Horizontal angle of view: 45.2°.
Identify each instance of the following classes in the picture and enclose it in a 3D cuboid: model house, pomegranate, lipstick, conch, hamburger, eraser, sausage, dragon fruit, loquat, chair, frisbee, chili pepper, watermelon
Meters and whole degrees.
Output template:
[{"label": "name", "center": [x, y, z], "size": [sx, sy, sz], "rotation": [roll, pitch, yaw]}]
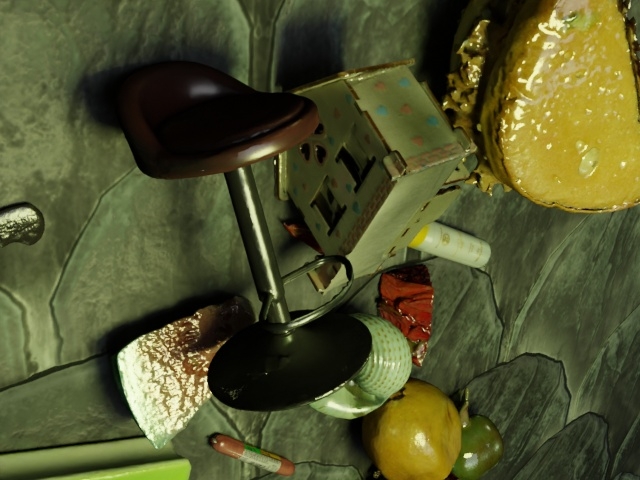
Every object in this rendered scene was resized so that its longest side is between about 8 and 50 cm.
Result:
[{"label": "model house", "center": [0.051, -0.113, 1.061], "size": [0.169, 0.244, 0.326], "rotation": [-21, 157, -31]}, {"label": "pomegranate", "center": [0.292, 0.404, 1.595], "size": [0.152, 0.131, 0.191], "rotation": [-29, 105, -21]}, {"label": "lipstick", "center": [0.208, -0.001, 1.350], "size": [0.264, 0.059, 0.059], "rotation": [17, 99, -45]}, {"label": "conch", "center": [0.049, 0.189, 1.260], "size": [0.200, 0.131, 0.172], "rotation": [33, 116, -19]}, {"label": "hamburger", "center": [0.321, -0.220, 1.196], "size": [0.287, 0.268, 0.445], "rotation": [-28, 129, 1]}, {"label": "eraser", "center": [-0.330, 0.384, 1.053], "size": [0.274, 0.092, 0.210], "rotation": [2, 110, -44]}, {"label": "sausage", "center": [-0.108, 0.359, 1.276], "size": [0.029, 0.029, 0.223], "rotation": [-56, 135, -4]}, {"label": "dragon fruit", "center": [0.147, 0.136, 1.379], "size": [0.092, 0.122, 0.192], "rotation": [0, 122, 1]}, {"label": "loquat", "center": [0.167, 0.356, 1.411], "size": [0.187, 0.176, 0.234], "rotation": [-48, 131, -23]}, {"label": "chair", "center": [-0.085, -0.019, 0.925], "size": [0.226, 0.226, 0.401], "rotation": [-28, 117, -28]}, {"label": "frisbee", "center": [-0.419, 0.018, 0.840], "size": [0.211, 0.012, 0.187], "rotation": [16, 101, -46]}, {"label": "chili pepper", "center": [0.000, 0.000, 1.189], "size": [0.178, 0.027, 0.045], "rotation": [18, 94, -45]}, {"label": "watermelon", "center": [-0.179, 0.154, 1.083], "size": [0.241, 0.094, 0.154], "rotation": [-32, 120, -27]}]

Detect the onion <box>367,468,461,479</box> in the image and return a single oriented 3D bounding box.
[{"label": "onion", "center": [0.171, 0.504, 1.510], "size": [0.230, 0.163, 0.230], "rotation": [-19, 160, -7]}]
